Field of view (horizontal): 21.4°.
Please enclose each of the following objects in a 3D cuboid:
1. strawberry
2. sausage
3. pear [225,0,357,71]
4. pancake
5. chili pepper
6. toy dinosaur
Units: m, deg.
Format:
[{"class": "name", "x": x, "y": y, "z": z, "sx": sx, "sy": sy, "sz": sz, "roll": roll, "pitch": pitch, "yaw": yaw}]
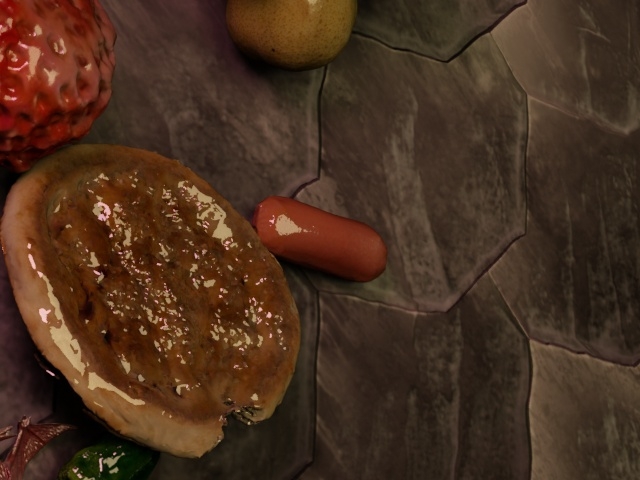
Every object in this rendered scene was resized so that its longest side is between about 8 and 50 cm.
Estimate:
[{"class": "strawberry", "x": -0.333, "y": -0.232, "z": 1.729, "sx": 0.336, "sy": 0.149, "sz": 0.265, "roll": 50, "pitch": 40, "yaw": -43}, {"class": "sausage", "x": 0.000, "y": 0.000, "z": 2.038, "sx": 0.194, "sy": 0.077, "sz": 0.077, "roll": 18, "pitch": 67, "yaw": -34}, {"class": "pear", "x": -0.034, "y": -0.273, "z": 2.031, "sx": 0.167, "sy": 0.167, "sz": 0.136, "roll": -4, "pitch": 112, "yaw": -39}, {"class": "pancake", "x": -0.172, "y": 0.059, "z": 1.841, "sx": 0.382, "sy": 0.071, "sz": 0.382, "roll": 25, "pitch": 47, "yaw": -30}, {"class": "chili pepper", "x": -0.220, "y": 0.204, "z": 1.787, "sx": 0.122, "sy": 0.065, "sz": 0.279, "roll": 36, "pitch": 44, "yaw": -12}, {"class": "toy dinosaur", "x": -0.334, "y": 0.239, "z": 1.731, "sx": 0.220, "sy": 0.032, "sz": 0.108, "roll": -27, "pitch": 99, "yaw": -40}]
